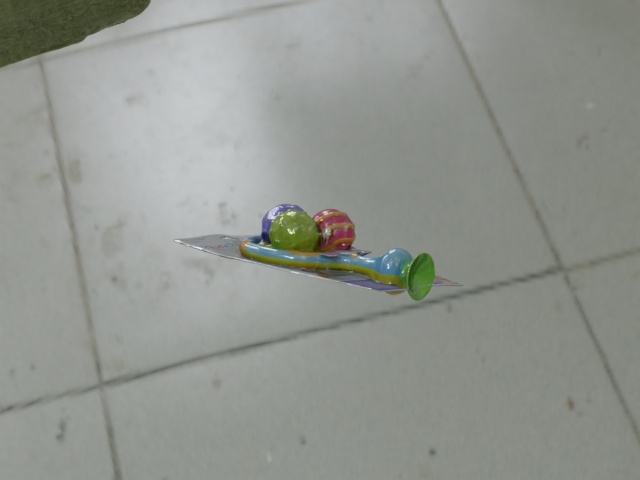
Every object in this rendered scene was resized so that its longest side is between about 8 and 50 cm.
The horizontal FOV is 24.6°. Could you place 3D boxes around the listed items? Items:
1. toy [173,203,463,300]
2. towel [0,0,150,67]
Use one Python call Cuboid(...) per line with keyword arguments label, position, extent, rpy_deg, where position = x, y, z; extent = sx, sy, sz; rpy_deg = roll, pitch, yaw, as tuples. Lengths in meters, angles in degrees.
Cuboid(label="toy", position=(0.000, 0.000, 1.334), extent=(0.237, 0.056, 0.137), rpy_deg=(17, 12, 36))
Cuboid(label="towel", position=(-0.175, -0.147, 0.844), extent=(0.148, 0.110, 0.027), rpy_deg=(-21, 59, -8))
